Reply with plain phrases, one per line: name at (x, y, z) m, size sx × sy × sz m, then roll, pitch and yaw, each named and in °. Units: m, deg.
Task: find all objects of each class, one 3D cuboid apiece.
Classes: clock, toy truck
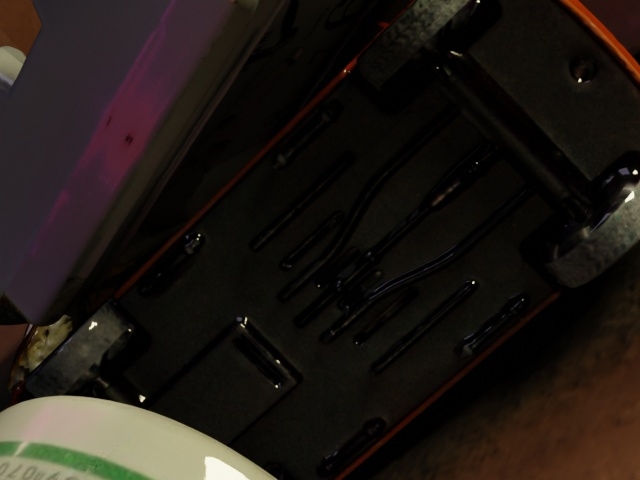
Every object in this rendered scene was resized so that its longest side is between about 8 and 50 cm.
clock at (-0.034, -0.080, 0.588) m, size 0.186 × 0.083 × 0.253 m, roll -32°, pitch -14°, yaw -44°
toy truck at (0.008, 0.008, 0.565) m, size 0.252 × 0.107 × 0.114 m, roll -43°, pitch 4°, yaw 18°

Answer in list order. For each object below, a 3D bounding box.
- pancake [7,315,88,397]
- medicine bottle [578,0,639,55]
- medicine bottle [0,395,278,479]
pancake at (-0.107, -0.030, 0.992) m, size 0.244 × 0.057 × 0.266 m, roll -37°, pitch 28°, yaw 58°
medicine bottle at (0.134, -0.251, 0.724) m, size 0.212 × 0.212 × 0.325 m, roll -32°, pitch 19°, yaw 43°
medicine bottle at (-0.095, 0.173, 0.350) m, size 0.133 × 0.133 × 0.274 m, roll -29°, pitch 21°, yaw 49°
